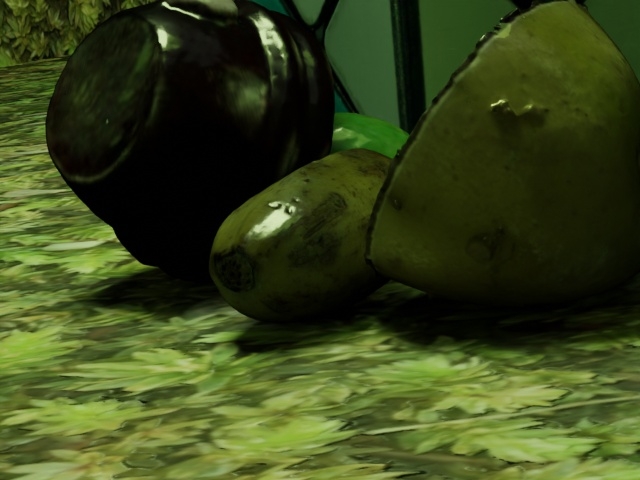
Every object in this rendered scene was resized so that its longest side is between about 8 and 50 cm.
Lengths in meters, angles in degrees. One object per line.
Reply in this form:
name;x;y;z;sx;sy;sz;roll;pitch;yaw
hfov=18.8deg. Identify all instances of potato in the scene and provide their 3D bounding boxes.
potato;0.126;-0.026;1.016;0.117;0.182;0.202;34;9;21

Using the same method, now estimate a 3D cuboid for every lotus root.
lotus root;0.000;0.000;1.059;0.089;0.080;0.179;-30;1;34

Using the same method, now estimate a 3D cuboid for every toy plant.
toy plant;-0.048;-0.055;1.209;0.235;0.175;0.218;21;-1;-38

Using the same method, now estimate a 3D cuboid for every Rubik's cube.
Rubik's cube;0.099;-0.159;1.417;0.250;0.246;0.248;-11;11;-28
